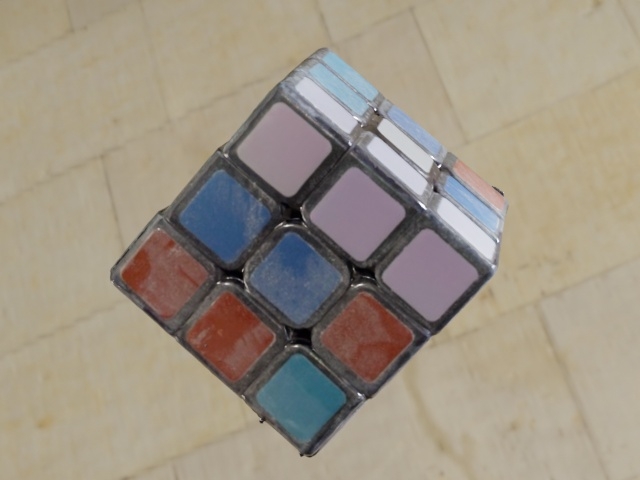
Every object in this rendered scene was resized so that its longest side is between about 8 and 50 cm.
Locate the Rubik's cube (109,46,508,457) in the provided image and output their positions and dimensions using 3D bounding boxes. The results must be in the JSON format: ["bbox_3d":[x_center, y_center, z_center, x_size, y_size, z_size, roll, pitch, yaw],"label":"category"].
[{"bbox_3d":[0.000,0.000,1.874,0.359,0.362,0.363,-47,-1,15],"label":"Rubik's cube"}]
